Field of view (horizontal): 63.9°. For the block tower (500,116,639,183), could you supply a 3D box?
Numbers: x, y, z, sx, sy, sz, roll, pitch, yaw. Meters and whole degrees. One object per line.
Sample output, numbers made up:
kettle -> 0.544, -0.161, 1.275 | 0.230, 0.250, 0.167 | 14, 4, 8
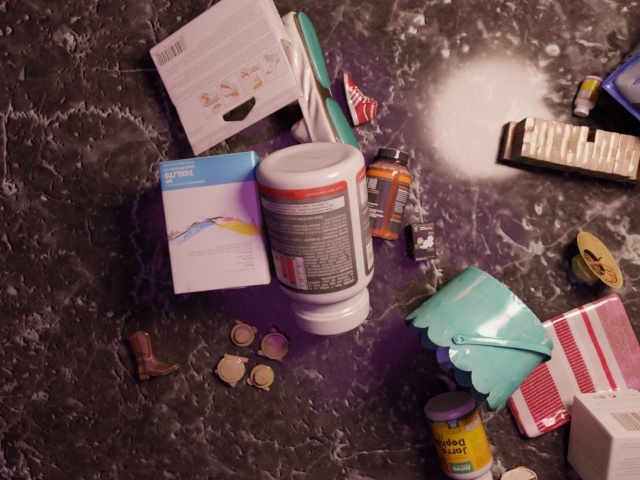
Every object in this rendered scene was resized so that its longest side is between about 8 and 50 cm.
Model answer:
block tower -> 0.586, -0.198, 1.141 | 0.336, 0.097, 0.090 | 10, 92, 2

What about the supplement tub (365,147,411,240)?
supplement tub -> 0.143, -0.103, 1.145 | 0.106, 0.106, 0.197 | 13, 93, 0

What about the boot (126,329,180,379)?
boot -> -0.393, 0.261, 1.206 | 0.107, 0.037, 0.114 | -15, 88, -1

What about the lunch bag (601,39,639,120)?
lunch bag -> 0.827, -0.315, 1.020 | 0.385, 0.239, 0.328 | 43, 69, 5

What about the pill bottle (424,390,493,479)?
pill bottle -> 0.319, 0.461, 1.160 | 0.118, 0.117, 0.208 | -18, 93, 2

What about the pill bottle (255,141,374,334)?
pill bottle -> 0.000, 0.000, 1.050 | 0.211, 0.210, 0.362 | -7, 117, 1

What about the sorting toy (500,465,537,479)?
sorting toy -> 0.466, 0.580, 1.203 | 0.083, 0.045, 0.075 | -20, 99, 1

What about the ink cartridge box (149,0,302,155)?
ink cartridge box -> -0.197, -0.362, 1.110 | 0.297, 0.066, 0.261 | -22, 91, 23

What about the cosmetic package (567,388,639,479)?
cosmetic package -> 0.652, 0.447, 1.115 | 0.152, 0.151, 0.183 | -3, 107, -3

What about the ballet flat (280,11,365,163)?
ballet flat -> -0.023, -0.302, 1.141 | 0.139, 0.139, 0.399 | -21, 88, 2

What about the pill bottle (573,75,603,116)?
pill bottle -> 0.604, -0.325, 1.159 | 0.044, 0.043, 0.083 | 21, 93, 0

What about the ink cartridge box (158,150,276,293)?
ink cartridge box -> -0.209, -0.036, 1.107 | 0.197, 0.198, 0.269 | -6, 92, 1

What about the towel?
towel -> 0.580, 0.292, 1.191 | 0.329, 0.037, 0.236 | -24, 91, 2

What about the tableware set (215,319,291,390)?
tableware set -> -0.159, 0.273, 1.209 | 0.141, 0.020, 0.168 | 22, 91, -2

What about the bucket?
bucket -> 0.331, 0.202, 1.080 | 0.183, 0.281, 0.281 | -42, 91, -3

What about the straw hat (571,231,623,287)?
straw hat -> 0.609, 0.057, 1.164 | 0.144, 0.144, 0.061 | 44, 135, -1

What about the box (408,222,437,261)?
box -> 0.232, 0.002, 1.169 | 0.052, 0.062, 0.083 | -6, 93, 3

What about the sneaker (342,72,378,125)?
sneaker -> 0.092, -0.327, 1.167 | 0.067, 0.042, 0.118 | -15, 100, 5
